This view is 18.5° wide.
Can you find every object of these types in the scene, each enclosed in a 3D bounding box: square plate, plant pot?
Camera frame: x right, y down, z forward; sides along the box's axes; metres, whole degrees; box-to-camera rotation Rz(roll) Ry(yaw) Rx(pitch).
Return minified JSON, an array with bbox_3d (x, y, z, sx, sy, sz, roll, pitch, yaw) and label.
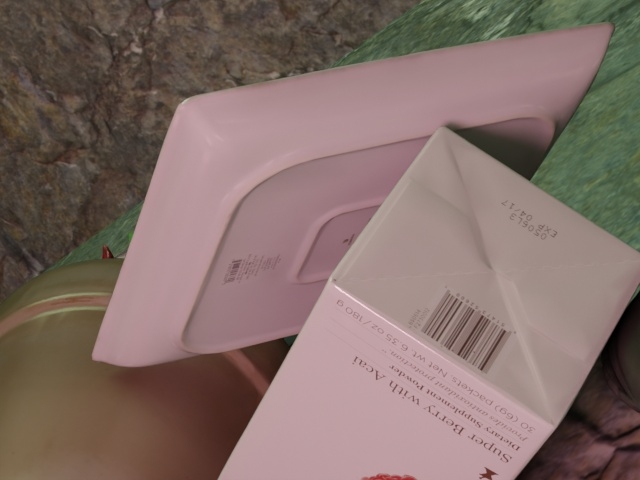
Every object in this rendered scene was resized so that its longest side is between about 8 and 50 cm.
[{"bbox_3d":[0.023,-0.017,1.457,0.344,0.049,0.347,-13,-28,-25],"label":"square plate"},{"bbox_3d":[-0.186,0.216,1.598,0.323,0.323,0.280,-34,13,27],"label":"plant pot"}]

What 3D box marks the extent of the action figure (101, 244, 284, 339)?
[{"bbox_3d":[-0.176,0.104,1.975,0.248,0.275,0.370,-15,42,-13],"label":"action figure"}]

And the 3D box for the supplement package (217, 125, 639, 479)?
[{"bbox_3d":[0.071,0.100,1.389,0.175,0.177,0.293,-54,-5,-39],"label":"supplement package"}]

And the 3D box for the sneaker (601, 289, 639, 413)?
[{"bbox_3d":[0.269,0.021,1.338,0.286,0.109,0.130,-63,-9,-51],"label":"sneaker"}]

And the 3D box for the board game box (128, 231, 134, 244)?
[{"bbox_3d":[0.000,0.000,1.919,0.317,0.046,0.213,9,23,37],"label":"board game box"}]

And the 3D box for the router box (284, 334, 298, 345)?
[{"bbox_3d":[-0.029,0.016,2.293,0.335,0.082,0.301,-39,14,10],"label":"router box"}]
